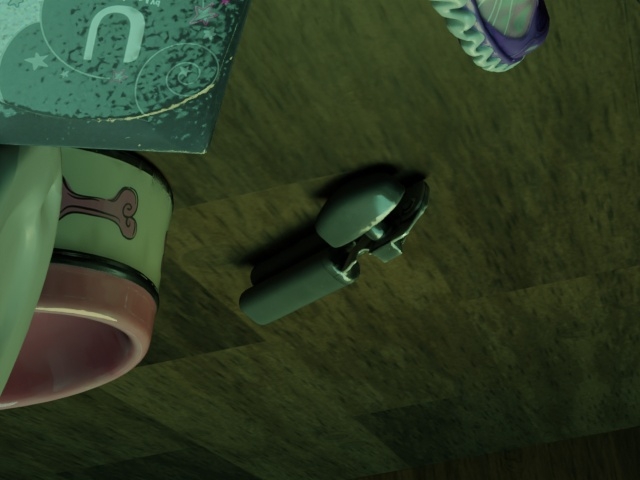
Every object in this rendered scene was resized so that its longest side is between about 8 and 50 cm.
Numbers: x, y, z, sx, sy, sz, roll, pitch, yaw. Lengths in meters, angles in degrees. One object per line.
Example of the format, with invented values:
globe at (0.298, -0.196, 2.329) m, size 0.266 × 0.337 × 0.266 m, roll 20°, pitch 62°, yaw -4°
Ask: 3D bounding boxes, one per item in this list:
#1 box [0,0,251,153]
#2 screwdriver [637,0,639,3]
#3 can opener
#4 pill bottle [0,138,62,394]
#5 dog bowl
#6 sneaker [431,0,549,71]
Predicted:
box at (-0.172, -0.154, 0.867) m, size 0.247 × 0.142 × 0.163 m, roll 1°, pitch 133°, yaw -22°
screwdriver at (0.315, -0.210, 1.169) m, size 0.169 × 0.025 × 0.024 m, roll -16°, pitch 159°, yaw 22°
can opener at (0.000, 0.000, 1.596) m, size 0.095 × 0.076 × 0.283 m, roll 39°, pitch 139°, yaw -21°
pill bottle at (-0.375, -0.022, 0.953) m, size 0.392 × 0.224 × 0.224 m, roll 17°, pitch 160°, yaw 2°
dog bowl at (-0.330, 0.046, 1.437) m, size 0.407 × 0.150 × 0.408 m, roll -7°, pitch 161°, yaw -2°
sneaker at (0.119, -0.191, 1.051) m, size 0.104 × 0.095 × 0.236 m, roll -24°, pitch 156°, yaw 19°
